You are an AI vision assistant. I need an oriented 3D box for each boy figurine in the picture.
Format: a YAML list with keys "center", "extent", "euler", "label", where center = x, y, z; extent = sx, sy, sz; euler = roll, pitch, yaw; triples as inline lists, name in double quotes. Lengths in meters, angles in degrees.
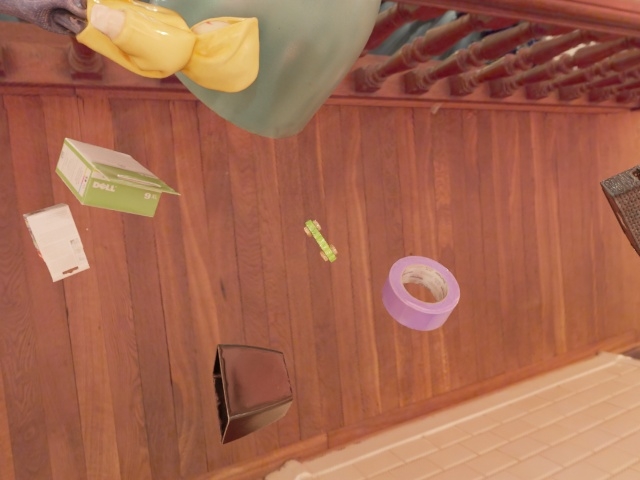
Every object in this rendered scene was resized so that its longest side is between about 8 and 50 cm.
- center: [-0.195, -0.222, 0.462]
  extent: [0.285, 0.177, 0.092]
  euler: [9, 113, -23]
  label: "boy figurine"

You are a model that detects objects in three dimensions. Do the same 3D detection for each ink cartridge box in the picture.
- center: [-0.315, -0.088, 0.698]
  extent: [0.109, 0.209, 0.062]
  euler: [11, 105, -47]
  label: "ink cartridge box"
- center: [-0.431, 0.003, 0.747]
  extent: [0.063, 0.029, 0.115]
  euler: [-27, 120, -39]
  label: "ink cartridge box"

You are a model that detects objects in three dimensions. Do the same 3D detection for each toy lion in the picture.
- center: [0.000, 0.000, 0.915]
  extent: [0.034, 0.096, 0.100]
  euler: [-34, 79, 0]
  label: "toy lion"

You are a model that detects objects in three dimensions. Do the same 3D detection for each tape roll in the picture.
- center: [0.262, 0.137, 1.200]
  extent: [0.189, 0.189, 0.080]
  euler: [-16, 142, -26]
  label: "tape roll"

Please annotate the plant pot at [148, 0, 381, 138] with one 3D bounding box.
- center: [-0.056, -0.337, 0.652]
  extent: [0.293, 0.235, 0.293]
  euler: [28, 43, -30]
  label: "plant pot"

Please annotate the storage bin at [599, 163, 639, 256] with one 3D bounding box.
- center: [0.693, -0.057, 0.982]
  extent: [0.180, 0.084, 0.122]
  euler: [53, 28, -15]
  label: "storage bin"

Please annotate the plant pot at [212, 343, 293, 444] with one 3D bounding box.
- center: [-0.170, 0.370, 1.135]
  extent: [0.167, 0.187, 0.188]
  euler: [-4, 52, -22]
  label: "plant pot"
